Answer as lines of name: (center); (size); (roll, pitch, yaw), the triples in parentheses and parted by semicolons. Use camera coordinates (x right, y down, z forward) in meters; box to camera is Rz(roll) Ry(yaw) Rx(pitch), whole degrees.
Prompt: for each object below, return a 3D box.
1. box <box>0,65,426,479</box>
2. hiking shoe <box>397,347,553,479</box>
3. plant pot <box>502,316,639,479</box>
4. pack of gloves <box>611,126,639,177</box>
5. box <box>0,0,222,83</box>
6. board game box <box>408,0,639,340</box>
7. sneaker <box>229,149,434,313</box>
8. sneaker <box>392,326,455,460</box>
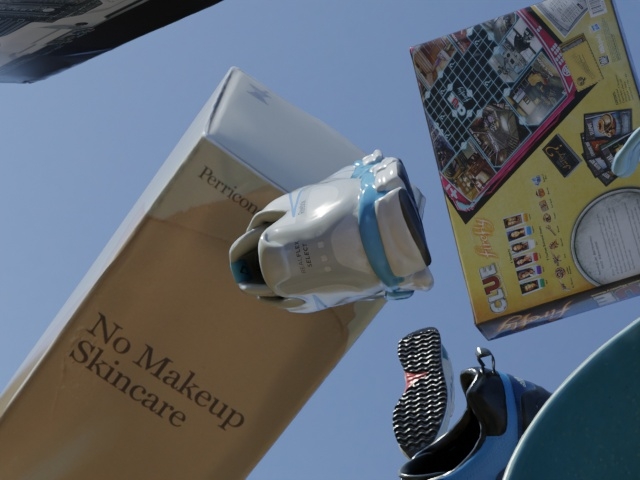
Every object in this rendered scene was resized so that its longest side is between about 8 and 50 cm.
box: (-0.085, 0.068, 1.143); (0.148, 0.121, 0.311); (33, -66, -7)
hiking shoe: (0.109, 0.246, 1.675); (0.132, 0.304, 0.113); (29, 3, -15)
plant pot: (0.249, 0.151, 0.858); (0.290, 0.290, 0.195); (0, -53, 49)
pack of gloves: (0.273, -0.103, 1.063); (0.046, 0.195, 0.232); (57, -33, 11)
box: (-0.175, -0.118, 0.678); (0.242, 0.307, 0.076); (-15, -99, 49)
board game box: (0.172, -0.062, 1.455); (0.165, 0.243, 0.042); (-17, -26, 14)
sneaker: (0.000, 0.000, 0.860); (0.191, 0.083, 0.071); (83, -8, -87)
sneaker: (0.108, 0.159, 1.829); (0.057, 0.161, 0.075); (-18, -53, 17)
